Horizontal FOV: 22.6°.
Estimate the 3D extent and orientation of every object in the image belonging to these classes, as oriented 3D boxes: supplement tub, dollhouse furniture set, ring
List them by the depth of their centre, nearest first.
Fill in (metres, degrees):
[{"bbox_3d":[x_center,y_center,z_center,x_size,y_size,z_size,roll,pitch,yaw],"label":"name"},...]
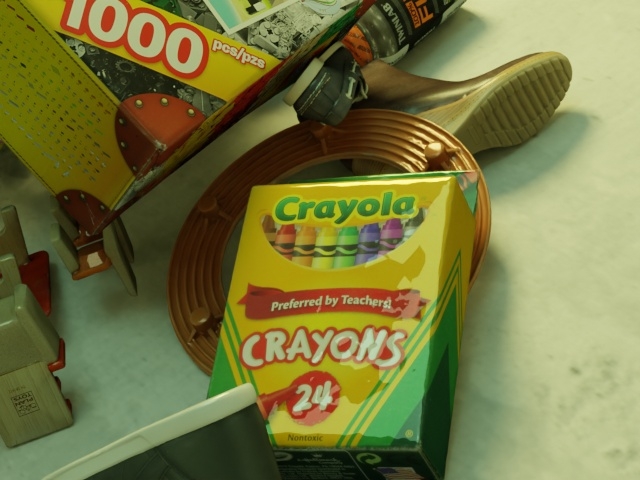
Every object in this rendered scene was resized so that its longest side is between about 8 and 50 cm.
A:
[{"bbox_3d":[0.000,0.000,1.550,0.337,0.032,0.336,-13,50,16],"label":"ring"},{"bbox_3d":[-0.310,0.077,1.608,0.262,0.135,0.259,-20,27,0],"label":"dollhouse furniture set"},{"bbox_3d":[0.075,-0.269,1.829,0.117,0.117,0.190,22,55,41],"label":"supplement tub"}]

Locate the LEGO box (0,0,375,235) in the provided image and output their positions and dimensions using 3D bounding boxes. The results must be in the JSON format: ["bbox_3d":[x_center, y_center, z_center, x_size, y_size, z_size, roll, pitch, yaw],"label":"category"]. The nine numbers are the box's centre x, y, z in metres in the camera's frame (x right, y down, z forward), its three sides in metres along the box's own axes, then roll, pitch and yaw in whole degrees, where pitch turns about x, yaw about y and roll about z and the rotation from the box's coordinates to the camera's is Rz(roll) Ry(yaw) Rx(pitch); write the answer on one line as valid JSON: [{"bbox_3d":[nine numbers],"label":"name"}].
[{"bbox_3d":[-0.238,-0.314,1.594,0.372,0.500,0.193,-42,-1,-38],"label":"LEGO box"}]

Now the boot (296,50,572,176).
[{"bbox_3d":[0.117,-0.156,1.694,0.248,0.090,0.207,-34,42,-11],"label":"boot"}]

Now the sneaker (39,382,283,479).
[{"bbox_3d":[-0.138,0.234,1.329,0.296,0.147,0.104,-29,-7,38],"label":"sneaker"}]

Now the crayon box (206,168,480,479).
[{"bbox_3d":[0.022,0.056,1.422,0.202,0.081,0.318,-3,57,21],"label":"crayon box"}]

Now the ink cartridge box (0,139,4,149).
[{"bbox_3d":[-0.428,-0.202,1.770,0.131,0.306,0.226,-5,58,-43],"label":"ink cartridge box"}]

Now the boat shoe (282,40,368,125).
[{"bbox_3d":[0.013,-0.153,1.645,0.075,0.065,0.206,-52,0,15],"label":"boat shoe"}]
